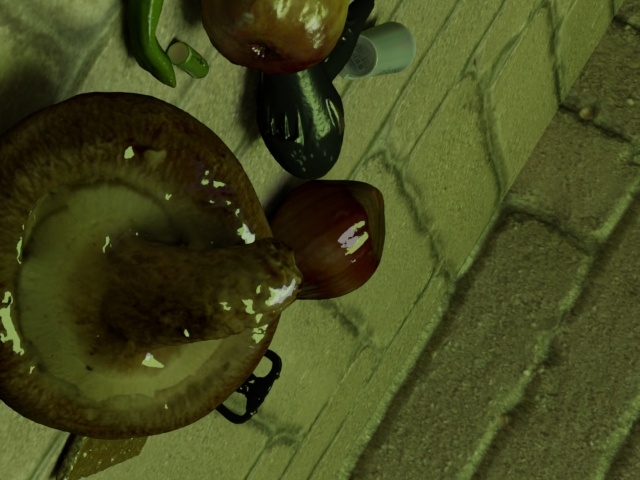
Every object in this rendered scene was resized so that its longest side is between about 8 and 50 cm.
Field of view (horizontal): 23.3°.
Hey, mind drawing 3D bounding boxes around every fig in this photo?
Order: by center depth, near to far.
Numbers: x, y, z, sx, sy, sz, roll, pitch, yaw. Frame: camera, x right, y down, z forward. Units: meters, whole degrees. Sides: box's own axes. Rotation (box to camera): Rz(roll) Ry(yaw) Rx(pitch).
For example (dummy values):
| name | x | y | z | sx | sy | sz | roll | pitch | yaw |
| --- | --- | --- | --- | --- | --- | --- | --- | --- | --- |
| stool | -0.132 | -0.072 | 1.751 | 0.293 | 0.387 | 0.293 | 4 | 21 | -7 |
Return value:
| name | x | y | z | sx | sy | sz | roll | pitch | yaw |
| --- | --- | --- | --- | --- | --- | --- | --- | --- | --- |
| fig | -0.040 | -0.312 | 1.670 | 0.159 | 0.159 | 0.257 | 56 | 46 | -73 |

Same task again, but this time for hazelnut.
| name | x | y | z | sx | sy | sz | roll | pitch | yaw |
| --- | --- | --- | --- | --- | --- | --- | --- | --- | --- |
| hazelnut | -0.002 | -0.003 | 2.270 | 0.212 | 0.181 | 0.181 | 36 | 56 | -75 |

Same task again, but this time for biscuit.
| name | x | y | z | sx | sy | sz | roll | pitch | yaw |
| --- | --- | --- | --- | --- | --- | --- | --- | --- | --- |
| biscuit | -0.279 | 0.258 | 2.110 | 0.131 | 0.025 | 0.231 | -62 | 164 | 12 |

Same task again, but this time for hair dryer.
| name | x | y | z | sx | sy | sz | roll | pitch | yaw |
| --- | --- | --- | --- | --- | --- | --- | --- | --- | --- |
| hair dryer | 0.013 | -0.278 | 1.989 | 0.304 | 0.120 | 0.359 | 75 | 35 | -49 |

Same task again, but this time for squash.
| name | x | y | z | sx | sy | sz | roll | pitch | yaw |
| --- | --- | --- | --- | --- | --- | --- | --- | --- | --- |
| squash | -0.143 | -0.197 | 1.709 | 0.027 | 0.027 | 0.083 | -60 | 166 | 1 |

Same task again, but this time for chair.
| name | x | y | z | sx | sy | sz | roll | pitch | yaw |
| --- | --- | --- | --- | --- | --- | --- | --- | --- | --- |
| chair | -0.148 | 0.147 | 1.948 | 0.106 | 0.229 | 0.113 | -58 | 161 | -5 |

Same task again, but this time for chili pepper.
| name | x | y | z | sx | sy | sz | roll | pitch | yaw |
| --- | --- | --- | --- | --- | --- | --- | --- | --- | --- |
| chili pepper | -0.165 | -0.229 | 1.540 | 0.050 | 0.052 | 0.202 | -17 | 146 | -23 |

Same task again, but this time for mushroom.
| name | x | y | z | sx | sy | sz | roll | pitch | yaw |
| --- | --- | --- | --- | --- | --- | --- | --- | --- | --- |
| mushroom | -0.195 | 0.032 | 1.480 | 0.345 | 0.345 | 0.239 | -61 | 176 | 6 |

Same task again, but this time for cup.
| name | x | y | z | sx | sy | sz | roll | pitch | yaw |
| --- | --- | --- | --- | --- | --- | --- | --- | --- | --- |
| cup | 0.069 | -0.259 | 2.197 | 0.104 | 0.074 | 0.116 | -36 | 175 | 33 |
